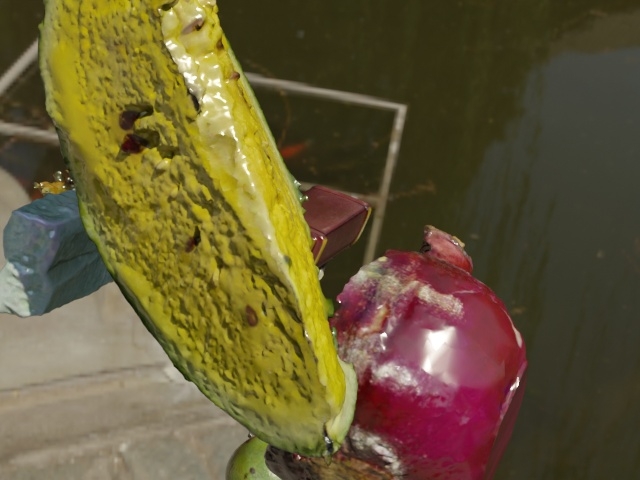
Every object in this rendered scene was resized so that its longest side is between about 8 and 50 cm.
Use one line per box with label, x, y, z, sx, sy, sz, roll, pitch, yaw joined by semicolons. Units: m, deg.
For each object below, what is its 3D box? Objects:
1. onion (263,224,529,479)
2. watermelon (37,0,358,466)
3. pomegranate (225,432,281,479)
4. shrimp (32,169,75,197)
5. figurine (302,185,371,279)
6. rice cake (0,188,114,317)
onion;0.066;0.078;0.710;0.140;0.195;0.218;23;48;15
watermelon;-0.061;-0.030;0.566;0.123;0.301;0.129;-23;7;-15
pomegranate;-0.058;0.362;1.657;0.169;0.148;0.148;31;39;21
shrimp;-0.278;-0.013;1.273;0.051;0.217;0.115;19;72;15
figurine;0.000;-0.001;1.301;0.082;0.098;0.154;19;26;24
rice cake;-0.166;-0.004;0.808;0.040;0.085;0.226;20;15;10
